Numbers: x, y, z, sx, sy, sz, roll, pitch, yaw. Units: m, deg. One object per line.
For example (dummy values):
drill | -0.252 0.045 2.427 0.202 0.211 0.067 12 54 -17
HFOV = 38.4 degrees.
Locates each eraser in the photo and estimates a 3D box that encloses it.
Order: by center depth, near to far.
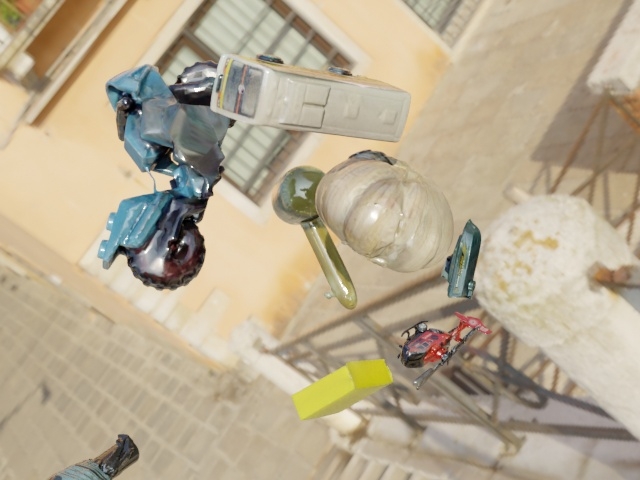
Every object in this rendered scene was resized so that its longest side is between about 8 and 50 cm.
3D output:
eraser | 0.033 0.221 1.373 0.122 0.097 0.045 -37 66 36

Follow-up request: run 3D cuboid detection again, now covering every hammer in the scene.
hammer | 0.000 0.000 1.850 0.113 0.305 0.202 -24 0 -8

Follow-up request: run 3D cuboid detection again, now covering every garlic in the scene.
garlic | 0.099 -0.047 1.390 0.152 0.228 0.228 -56 21 7

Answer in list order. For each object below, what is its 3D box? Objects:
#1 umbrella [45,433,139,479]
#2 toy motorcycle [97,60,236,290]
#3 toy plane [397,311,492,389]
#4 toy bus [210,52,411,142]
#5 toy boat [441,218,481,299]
umbrella | -0.285 0.285 0.985 0.250 0.052 0.053 -30 -33 -55
toy motorcycle | -0.267 -0.127 1.508 0.172 0.232 0.416 128 156 -69
toy plane | 0.141 0.121 1.087 0.145 0.037 0.060 -26 45 -37
toy bus | -0.006 -0.179 1.184 0.106 0.268 0.092 29 110 46
toy boat | 0.249 0.032 1.600 0.060 0.055 0.141 12 92 26
